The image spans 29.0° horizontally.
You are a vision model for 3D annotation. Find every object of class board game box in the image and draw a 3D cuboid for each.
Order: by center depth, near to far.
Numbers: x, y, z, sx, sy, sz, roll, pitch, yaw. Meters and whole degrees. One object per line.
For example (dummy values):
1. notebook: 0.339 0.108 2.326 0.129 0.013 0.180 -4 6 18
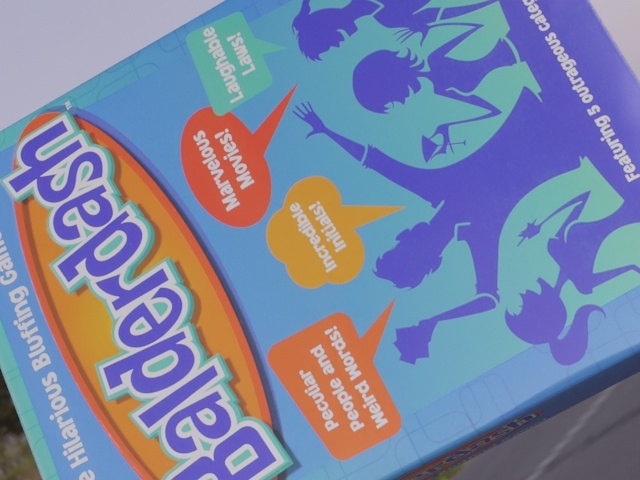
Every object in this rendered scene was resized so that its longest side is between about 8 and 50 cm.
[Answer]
1. board game box: 0.000 0.000 0.382 0.210 0.160 0.047 -29 -19 7
